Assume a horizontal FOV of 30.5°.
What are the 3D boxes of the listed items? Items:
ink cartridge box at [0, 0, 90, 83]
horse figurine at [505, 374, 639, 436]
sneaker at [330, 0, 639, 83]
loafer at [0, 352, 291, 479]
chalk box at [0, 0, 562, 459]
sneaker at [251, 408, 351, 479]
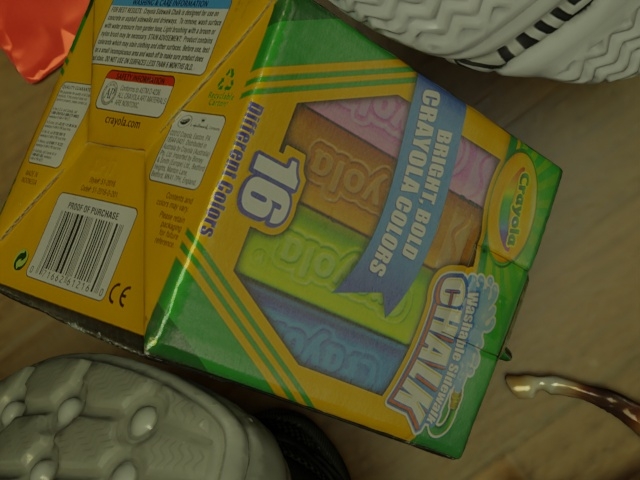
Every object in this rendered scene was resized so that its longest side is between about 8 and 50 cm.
[{"bbox_3d":[-0.091,-0.303,0.509,0.385,0.091,0.308,-37,89,13],"label":"ink cartridge box"},{"bbox_3d":[0.172,0.162,0.531,0.175,0.066,0.263,-1,90,12],"label":"horse figurine"},{"bbox_3d":[-0.010,-0.203,0.404,0.366,0.210,0.137,26,121,-22],"label":"sneaker"},{"bbox_3d":[-0.112,0.120,0.472,0.111,0.319,0.112,36,58,-30],"label":"loafer"},{"bbox_3d":[0.000,0.000,0.480,0.132,0.213,0.132,14,81,48],"label":"chalk box"},{"bbox_3d":[0.011,0.178,0.500,0.087,0.130,0.227,-33,80,9],"label":"sneaker"}]
